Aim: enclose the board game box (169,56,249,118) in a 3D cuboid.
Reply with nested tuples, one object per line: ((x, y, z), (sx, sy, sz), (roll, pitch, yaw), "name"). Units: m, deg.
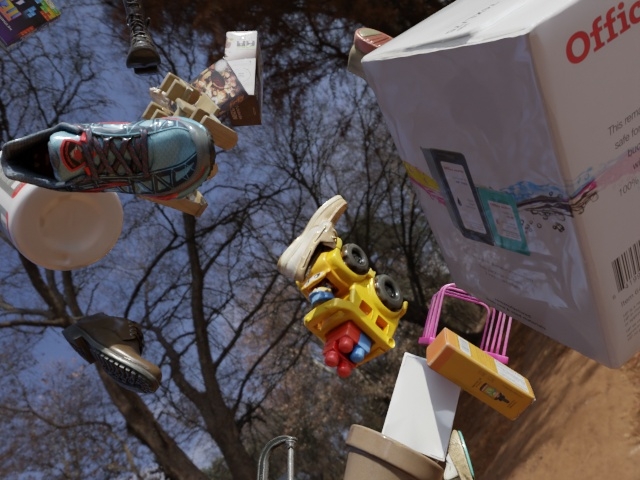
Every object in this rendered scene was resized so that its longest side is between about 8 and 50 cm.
((-0.376, -0.475, 1.551), (0.243, 0.165, 0.042), (-34, -20, 4), "board game box")

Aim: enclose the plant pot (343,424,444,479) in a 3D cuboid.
((0.152, 0.638, 1.197), (0.229, 0.263, 0.263), (-60, -22, -24), "plant pot")

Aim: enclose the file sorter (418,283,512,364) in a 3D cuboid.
((0.416, 0.238, 1.354), (0.291, 0.202, 0.182), (62, -138, -76), "file sorter")

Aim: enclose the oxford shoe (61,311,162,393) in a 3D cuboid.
((-0.326, 0.171, 0.769), (0.096, 0.227, 0.083), (-41, -41, -37), "oxford shoe")

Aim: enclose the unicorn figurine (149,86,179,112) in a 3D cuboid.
((-0.390, -0.345, 1.170), (0.060, 0.162, 0.111), (-24, -52, -4), "unicorn figurine")

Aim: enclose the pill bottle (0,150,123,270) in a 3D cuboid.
((-0.470, -0.068, 0.796), (0.161, 0.283, 0.161), (-22, -57, -39), "pill bottle")

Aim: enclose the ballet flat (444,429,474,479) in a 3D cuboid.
((0.286, 0.489, 0.932), (0.067, 0.206, 0.073), (-20, -38, 5), "ballet flat")

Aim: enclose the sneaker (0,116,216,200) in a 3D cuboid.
((-0.255, -0.091, 0.556), (0.125, 0.261, 0.104), (-35, -60, -73), "sneaker")

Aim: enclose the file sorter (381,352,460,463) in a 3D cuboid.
((0.325, 0.546, 1.511), (0.173, 0.192, 0.278), (81, -151, -59), "file sorter")

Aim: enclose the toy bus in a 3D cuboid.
((0.039, 0.137, 0.875), (0.149, 0.220, 0.211), (-37, 15, 34), "toy bus")

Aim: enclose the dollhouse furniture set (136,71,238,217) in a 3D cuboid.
((-0.285, -0.193, 1.020), (0.242, 0.212, 0.161), (-52, -37, 14), "dollhouse furniture set")

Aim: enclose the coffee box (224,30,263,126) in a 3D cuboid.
((-0.278, -0.585, 1.696), (0.168, 0.118, 0.297), (85, -177, -66), "coffee box")

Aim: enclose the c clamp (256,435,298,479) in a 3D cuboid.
((-0.060, 0.389, 0.763), (0.022, 0.161, 0.137), (34, -66, -27), "c clamp")

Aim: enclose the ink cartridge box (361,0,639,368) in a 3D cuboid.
((0.205, -0.084, 0.400), (0.198, 0.197, 0.270), (-34, -64, -12), "ink cartridge box")

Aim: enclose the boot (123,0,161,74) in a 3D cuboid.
((-0.511, -0.592, 1.294), (0.091, 0.263, 0.229), (-12, -79, -17), "boot")

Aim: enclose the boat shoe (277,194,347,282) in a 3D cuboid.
((0.000, 0.000, 0.789), (0.170, 0.059, 0.063), (-52, -19, -14), "boat shoe")

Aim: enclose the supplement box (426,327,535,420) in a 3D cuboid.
((0.355, 0.298, 1.047), (0.078, 0.233, 0.080), (-56, 0, 21), "supplement box")

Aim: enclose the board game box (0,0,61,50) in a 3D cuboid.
((-0.678, -0.522, 0.998), (0.141, 0.048, 0.170), (-49, -63, -25), "board game box")

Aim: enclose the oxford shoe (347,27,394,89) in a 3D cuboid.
((0.252, -0.473, 1.395), (0.140, 0.397, 0.146), (-36, -20, -40), "oxford shoe")
